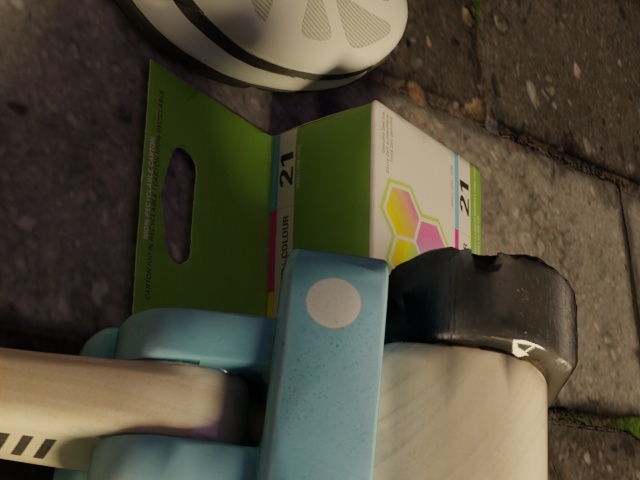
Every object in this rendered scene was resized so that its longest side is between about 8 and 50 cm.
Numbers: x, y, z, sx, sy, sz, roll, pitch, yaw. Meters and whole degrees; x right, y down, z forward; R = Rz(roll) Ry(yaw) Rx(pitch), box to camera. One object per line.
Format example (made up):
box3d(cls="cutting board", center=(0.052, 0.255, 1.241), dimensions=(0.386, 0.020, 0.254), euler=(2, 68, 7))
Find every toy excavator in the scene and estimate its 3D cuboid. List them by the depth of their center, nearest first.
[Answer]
box3d(cls="toy excavator", center=(-0.092, 0.102, 0.740), dimensions=(0.433, 0.445, 0.222), euler=(98, -3, -61))

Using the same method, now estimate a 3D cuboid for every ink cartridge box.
box3d(cls="ink cartridge box", center=(0.000, 0.000, 0.990), dimensions=(0.255, 0.097, 0.189), euler=(29, 54, -47))

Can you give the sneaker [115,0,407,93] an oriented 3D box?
box3d(cls="sneaker", center=(-0.024, -0.238, 0.909), dimensions=(0.447, 0.257, 0.169), euler=(29, 55, -46))
